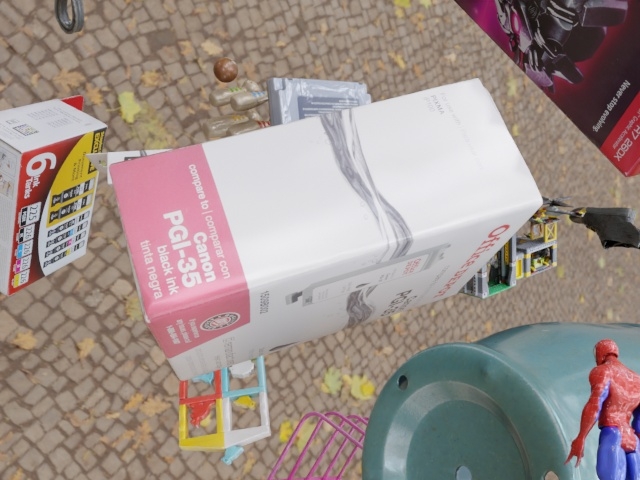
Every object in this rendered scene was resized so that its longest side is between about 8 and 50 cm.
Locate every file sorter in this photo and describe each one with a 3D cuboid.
[{"bbox_3d":[0.072,0.438,1.091,0.182,0.202,0.290,-60,145,-1],"label":"file sorter"}]

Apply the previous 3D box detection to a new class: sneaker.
[{"bbox_3d":[0.602,-0.023,1.254,0.051,0.170,0.089,27,74,-36],"label":"sneaker"}]

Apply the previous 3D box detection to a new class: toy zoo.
[{"bbox_3d":[-0.213,0.341,1.299,0.030,0.192,0.293,82,-1,-53],"label":"toy zoo"}]

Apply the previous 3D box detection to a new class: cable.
[{"bbox_3d":[-0.465,-0.507,1.088,0.139,0.287,0.072,46,42,-8],"label":"cable"}]

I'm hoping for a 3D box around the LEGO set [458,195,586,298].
[{"bbox_3d":[0.303,-0.031,1.122,0.331,0.255,0.192,-11,105,-27],"label":"LEGO set"}]

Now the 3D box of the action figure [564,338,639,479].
[{"bbox_3d":[0.142,0.101,0.284,0.038,0.030,0.115,19,59,-11],"label":"action figure"}]

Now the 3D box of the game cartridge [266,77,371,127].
[{"bbox_3d":[0.007,-0.244,1.276,0.297,0.062,0.198,-12,104,-47],"label":"game cartridge"}]

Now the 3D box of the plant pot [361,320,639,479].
[{"bbox_3d":[0.182,0.187,0.466,0.255,0.271,0.272,14,78,-36],"label":"plant pot"}]

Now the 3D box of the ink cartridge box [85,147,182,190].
[{"bbox_3d":[-0.144,-0.053,0.487,0.083,0.048,0.028,-4,78,-6],"label":"ink cartridge box"}]

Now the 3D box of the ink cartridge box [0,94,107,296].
[{"bbox_3d":[-0.522,-0.097,1.130,0.272,0.130,0.309,-45,161,-57],"label":"ink cartridge box"}]

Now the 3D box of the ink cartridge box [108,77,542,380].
[{"bbox_3d":[0.000,0.000,0.482,0.283,0.207,0.117,-16,69,-13],"label":"ink cartridge box"}]

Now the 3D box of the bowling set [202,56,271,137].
[{"bbox_3d":[-0.150,-0.316,1.334,0.154,0.287,0.200,-24,126,-33],"label":"bowling set"}]

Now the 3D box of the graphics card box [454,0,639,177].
[{"bbox_3d":[0.225,-0.264,0.513,0.094,0.233,0.371,-24,65,-15],"label":"graphics card box"}]
